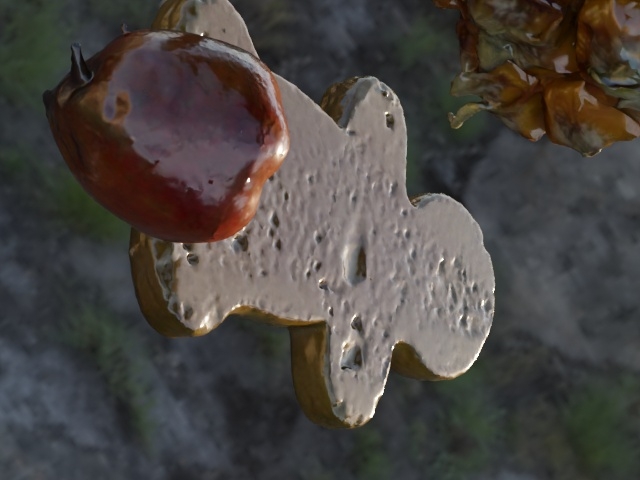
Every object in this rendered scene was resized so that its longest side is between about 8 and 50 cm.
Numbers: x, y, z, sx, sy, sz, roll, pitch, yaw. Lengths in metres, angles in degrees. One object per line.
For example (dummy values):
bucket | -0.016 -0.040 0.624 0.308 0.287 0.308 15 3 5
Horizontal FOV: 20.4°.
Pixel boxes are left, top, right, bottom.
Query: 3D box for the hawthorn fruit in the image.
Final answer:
hawthorn fruit | -0.062 -0.044 0.673 0.093 0.081 0.081 24 39 -25

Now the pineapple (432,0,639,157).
pineapple | 0.150 -0.212 0.634 0.286 0.344 0.209 48 -7 -30

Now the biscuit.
biscuit | 0.000 0.000 0.957 0.301 0.049 0.197 24 69 -49
